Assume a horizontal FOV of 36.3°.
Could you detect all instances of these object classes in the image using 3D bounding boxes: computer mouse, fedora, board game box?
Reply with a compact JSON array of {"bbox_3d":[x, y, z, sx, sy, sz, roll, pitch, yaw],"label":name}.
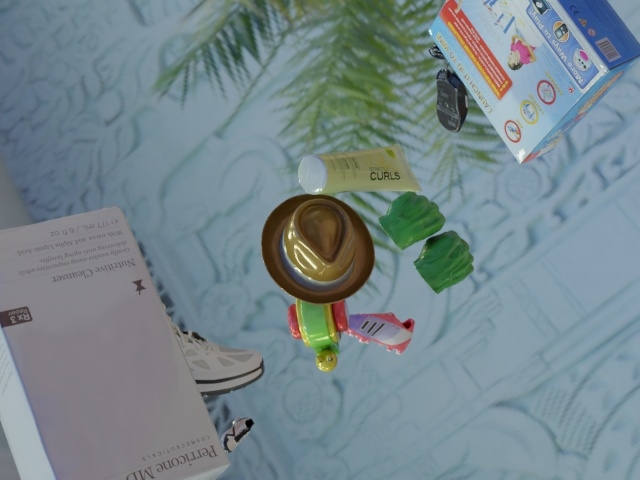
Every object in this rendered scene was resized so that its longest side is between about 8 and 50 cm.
[{"bbox_3d":[0.383,-0.400,2.612,0.184,0.060,0.262,31,144,45],"label":"computer mouse"},{"bbox_3d":[0.000,0.000,1.503,0.194,0.194,0.079,55,159,18],"label":"fedora"},{"bbox_3d":[0.343,-0.331,1.619,0.308,0.086,0.302,58,155,13],"label":"board game box"}]

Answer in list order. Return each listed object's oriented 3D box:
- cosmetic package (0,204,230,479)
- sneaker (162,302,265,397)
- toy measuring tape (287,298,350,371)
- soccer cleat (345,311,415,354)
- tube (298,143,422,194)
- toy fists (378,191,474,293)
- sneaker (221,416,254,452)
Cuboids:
[{"bbox_3d":[-0.297,0.169,1.240,0.217,0.156,0.385,-15,-114,-34],"label":"cosmetic package"},{"bbox_3d":[-0.337,0.218,2.236,0.448,0.257,0.169,-1,-173,-22],"label":"sneaker"},{"bbox_3d":[-0.013,0.083,1.840,0.121,0.121,0.330,19,-121,-64],"label":"toy measuring tape"},{"bbox_3d":[0.133,0.204,2.341,0.248,0.095,0.083,24,-179,-42],"label":"soccer cleat"},{"bbox_3d":[0.068,-0.111,1.535,0.062,0.070,0.240,17,-164,41],"label":"tube"},{"bbox_3d":[0.279,-0.004,2.483,0.279,0.142,0.096,51,-165,-11],"label":"toy fists"},{"bbox_3d":[-0.189,0.440,2.225,0.040,0.044,0.109,60,-144,-23],"label":"sneaker"}]
